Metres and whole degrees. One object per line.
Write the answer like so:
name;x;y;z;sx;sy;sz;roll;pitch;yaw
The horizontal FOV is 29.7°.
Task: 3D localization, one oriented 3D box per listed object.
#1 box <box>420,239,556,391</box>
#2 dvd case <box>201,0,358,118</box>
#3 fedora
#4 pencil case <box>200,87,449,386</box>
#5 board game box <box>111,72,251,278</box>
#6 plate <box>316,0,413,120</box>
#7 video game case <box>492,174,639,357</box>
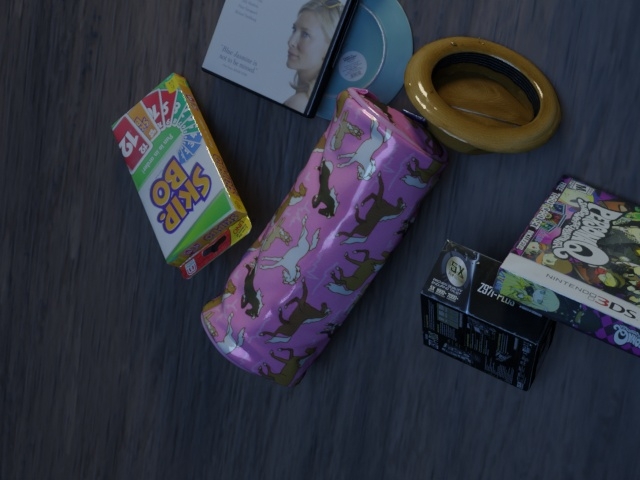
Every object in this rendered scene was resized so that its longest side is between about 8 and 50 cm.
box;0.201;0.093;1.436;0.147;0.180;0.077;23;70;16
dvd case;-0.039;-0.304;1.541;0.180;0.022;0.253;27;103;26
fedora;0.188;-0.159;1.450;0.194;0.194;0.079;35;145;13
pencil case;0.000;0.000;1.515;0.160;0.167;0.386;29;106;-11
board game box;-0.186;-0.085;1.589;0.124;0.039;0.259;-37;63;20
plate;0.026;-0.246;1.545;0.188;0.024;0.188;2;97;20
video game case;0.331;0.028;1.362;0.210;0.232;0.042;25;129;16
